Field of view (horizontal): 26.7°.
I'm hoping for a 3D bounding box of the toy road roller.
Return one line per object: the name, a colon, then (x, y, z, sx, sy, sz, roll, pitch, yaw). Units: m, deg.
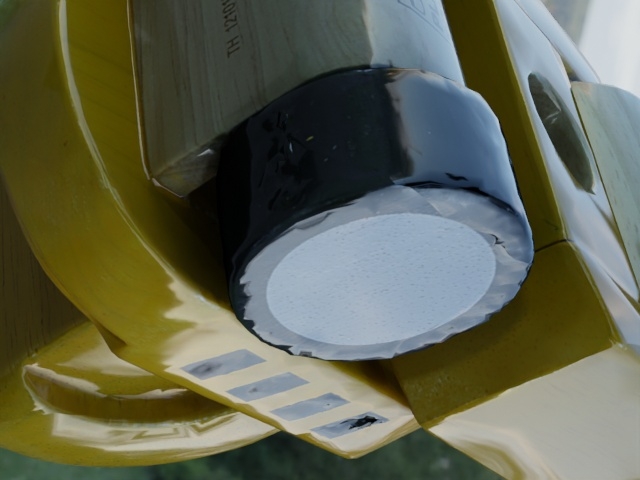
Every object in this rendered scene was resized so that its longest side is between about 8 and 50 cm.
toy road roller: (0.000, 0.000, 0.552, 0.329, 0.241, 0.202, 33, 37, -45)
